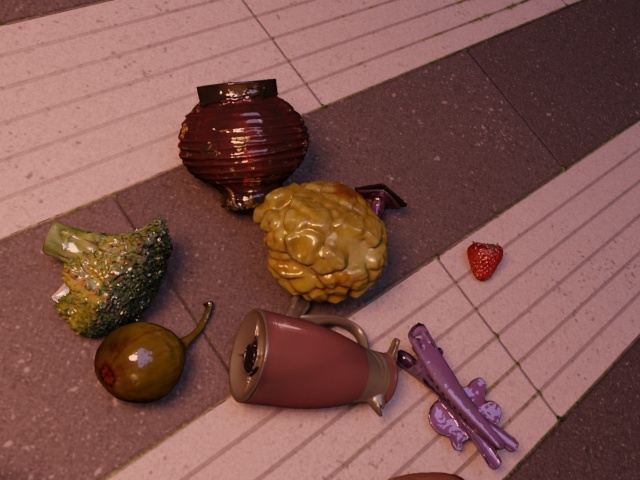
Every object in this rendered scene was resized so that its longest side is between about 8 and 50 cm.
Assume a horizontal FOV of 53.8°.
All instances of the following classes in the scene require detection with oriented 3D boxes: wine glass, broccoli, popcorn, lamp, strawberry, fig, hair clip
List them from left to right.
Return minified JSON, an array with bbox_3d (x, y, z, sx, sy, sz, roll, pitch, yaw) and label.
[{"bbox_3d":[-0.335,0.037,0.963,0.194,0.194,0.219,27,86,-8],"label":"broccoli"},{"bbox_3d":[-0.240,0.161,0.980,0.124,0.124,0.236,47,33,5],"label":"fig"},{"bbox_3d":[-0.133,-0.169,1.113,0.247,0.247,0.247,10,61,-18],"label":"lamp"},{"bbox_3d":[-0.040,0.114,1.113,0.042,0.039,0.083,39,58,-13],"label":"wine glass"},{"bbox_3d":[0.005,-0.006,1.077,0.235,0.181,0.217,30,45,10],"label":"popcorn"},{"bbox_3d":[0.237,0.270,1.127,0.137,0.090,0.278,-32,84,-30],"label":"hair clip"},{"bbox_3d":[0.337,0.041,1.303,0.073,0.073,0.083,6,98,-20],"label":"strawberry"}]

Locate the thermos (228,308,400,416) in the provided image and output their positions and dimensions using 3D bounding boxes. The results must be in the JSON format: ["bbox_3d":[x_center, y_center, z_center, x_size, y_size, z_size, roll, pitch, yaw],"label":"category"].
[{"bbox_3d":[-0.002,0.196,1.033,0.265,0.146,0.176,14,47,-27],"label":"thermos"}]

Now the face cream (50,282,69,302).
[{"bbox_3d":[-0.382,0.056,1.006,0.038,0.020,0.115,31,57,-11],"label":"face cream"}]

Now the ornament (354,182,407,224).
[{"bbox_3d":[0.097,-0.001,1.217,0.081,0.088,0.203,28,67,-36],"label":"ornament"}]

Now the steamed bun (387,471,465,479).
[{"bbox_3d":[0.164,0.423,0.975,0.175,0.145,0.106,-8,86,-13],"label":"steamed bun"}]
